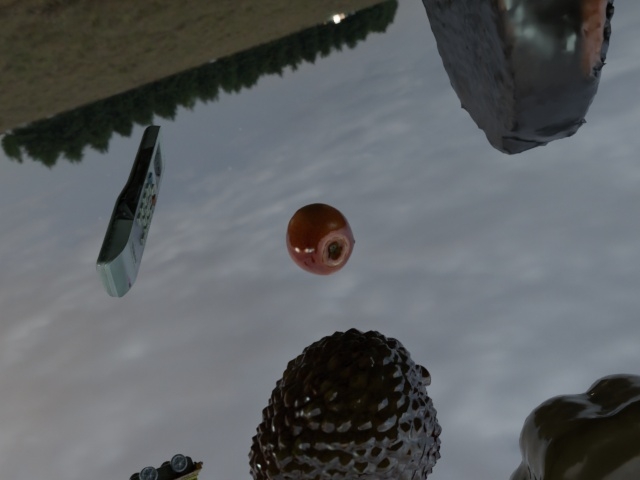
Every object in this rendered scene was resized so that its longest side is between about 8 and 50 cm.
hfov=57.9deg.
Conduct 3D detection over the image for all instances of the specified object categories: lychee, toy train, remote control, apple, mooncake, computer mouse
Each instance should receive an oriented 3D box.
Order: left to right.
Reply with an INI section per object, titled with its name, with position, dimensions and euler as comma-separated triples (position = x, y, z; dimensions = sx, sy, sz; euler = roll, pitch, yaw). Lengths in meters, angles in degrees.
[remote control]
position = -0.175, -0.033, 0.543
dimensions = 0.029, 0.065, 0.166
euler = 6, -125, -4
[toy train]
position = -0.358, 0.574, 1.328
dimensions = 0.219, 0.127, 0.089
euler = -8, 155, -43
[apple]
position = 0.000, 0.000, 1.305
dimensions = 0.163, 0.164, 0.139
euler = -25, -144, -14
[lychee]
position = 0.033, 0.237, 0.741
dimensions = 0.271, 0.236, 0.235
euler = -31, -157, -29
[computer mouse]
position = 0.124, -0.222, 0.390
dimensions = 0.116, 0.324, 0.183
euler = -20, -162, 5
[mooncake]
position = 0.608, 0.491, 1.129
dimensions = 0.466, 0.468, 0.262
euler = -18, -175, 4
